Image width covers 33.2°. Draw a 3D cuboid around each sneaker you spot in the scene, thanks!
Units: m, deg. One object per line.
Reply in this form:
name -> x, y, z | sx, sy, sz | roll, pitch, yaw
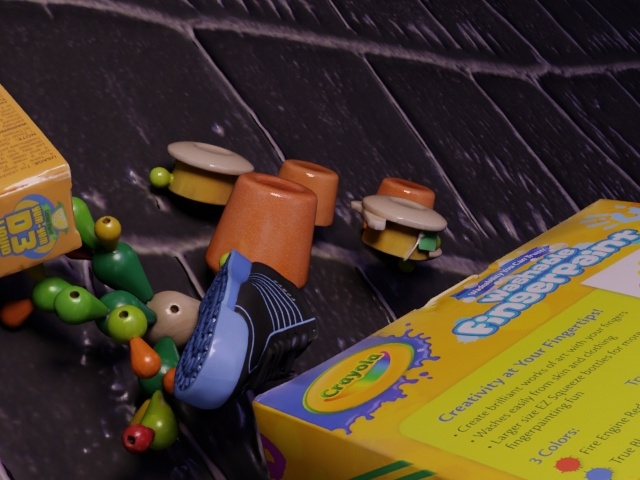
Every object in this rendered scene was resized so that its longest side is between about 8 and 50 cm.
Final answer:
sneaker -> -0.047, 0.071, 0.804 | 0.090, 0.081, 0.232 | 29, 16, -7

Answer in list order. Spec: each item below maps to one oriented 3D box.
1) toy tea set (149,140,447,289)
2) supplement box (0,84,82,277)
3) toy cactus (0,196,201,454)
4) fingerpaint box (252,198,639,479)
toy tea set -> 0.000, 0.000, 1.063 | 0.336, 0.124, 0.200 | 8, 16, -32
supplement box -> -0.268, -0.072, 0.826 | 0.080, 0.078, 0.233 | -25, 46, -28
toy cactus -> -0.148, 0.070, 0.849 | 0.219, 0.112, 0.180 | 53, 18, 24
fingerpaint box -> 0.242, 0.132, 0.790 | 0.445, 0.163, 0.371 | -26, 24, -36
